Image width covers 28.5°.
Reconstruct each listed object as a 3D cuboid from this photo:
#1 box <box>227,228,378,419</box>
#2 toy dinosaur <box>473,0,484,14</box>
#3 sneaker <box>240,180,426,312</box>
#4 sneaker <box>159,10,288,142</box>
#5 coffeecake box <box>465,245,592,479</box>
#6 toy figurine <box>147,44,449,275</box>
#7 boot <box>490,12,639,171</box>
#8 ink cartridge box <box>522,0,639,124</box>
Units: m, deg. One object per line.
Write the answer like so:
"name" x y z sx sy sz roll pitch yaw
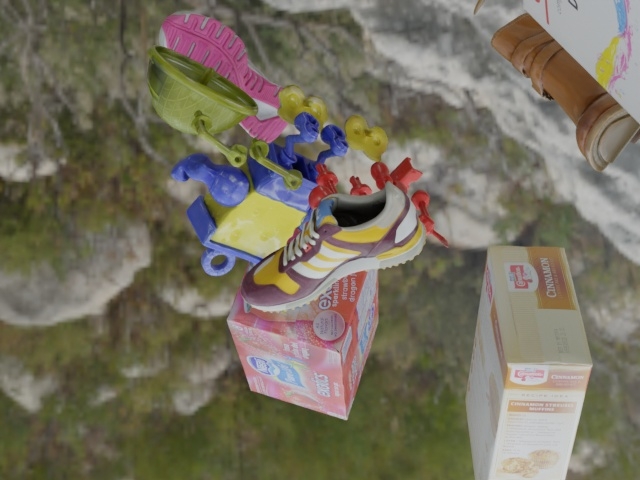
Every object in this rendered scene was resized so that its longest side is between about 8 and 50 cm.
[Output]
"box" -0.013 0.101 1.586 0.142 0.154 0.300 16 160 9
"toy dinosaur" 0.126 -0.287 0.922 0.064 0.211 0.112 -32 -169 -39
"sneaker" 0.000 0.000 1.160 0.185 0.069 0.084 -24 134 11
"sneaker" -0.145 -0.229 1.724 0.103 0.111 0.252 -51 138 -4
"coffeecake box" 0.168 0.119 1.050 0.068 0.142 0.185 1 129 -1
"toy figurine" -0.071 -0.032 1.319 0.363 0.191 0.217 20 123 -39
"boot" 0.307 -0.202 1.558 0.283 0.220 0.109 -31 157 -57
"ink cartridge box" 0.258 -0.209 0.967 0.119 0.353 0.207 -30 148 -9
